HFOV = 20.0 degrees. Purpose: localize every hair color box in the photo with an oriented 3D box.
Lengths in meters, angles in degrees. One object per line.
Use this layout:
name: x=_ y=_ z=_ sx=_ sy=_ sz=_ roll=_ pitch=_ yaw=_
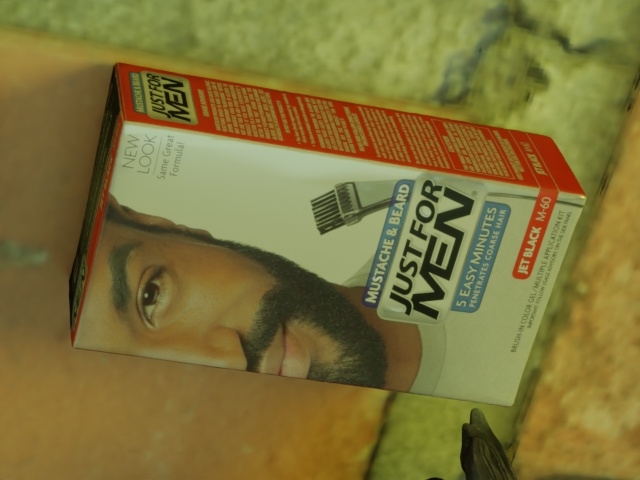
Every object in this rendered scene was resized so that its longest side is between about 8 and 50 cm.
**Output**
hair color box: x=0.000 y=0.000 z=0.652 sx=0.167 sy=0.053 sz=0.093 roll=9 pitch=117 yaw=-13

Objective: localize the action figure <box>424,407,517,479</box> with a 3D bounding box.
action figure: x=0.020 y=0.167 z=0.682 sx=0.276 sy=0.164 sz=0.141 roll=-21 pitch=153 yaw=22
